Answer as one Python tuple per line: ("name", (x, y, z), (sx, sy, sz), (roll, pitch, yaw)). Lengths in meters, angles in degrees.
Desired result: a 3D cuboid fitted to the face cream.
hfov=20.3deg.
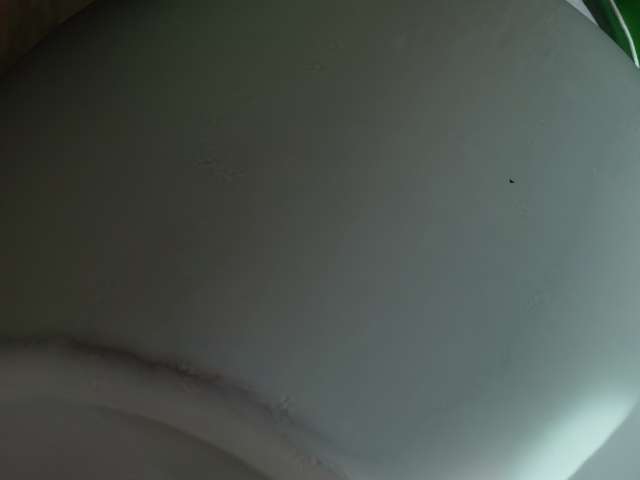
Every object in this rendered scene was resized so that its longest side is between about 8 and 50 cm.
("face cream", (0.000, 0.000, 0.712), (0.357, 0.313, 0.219), (-58, 151, -48))
